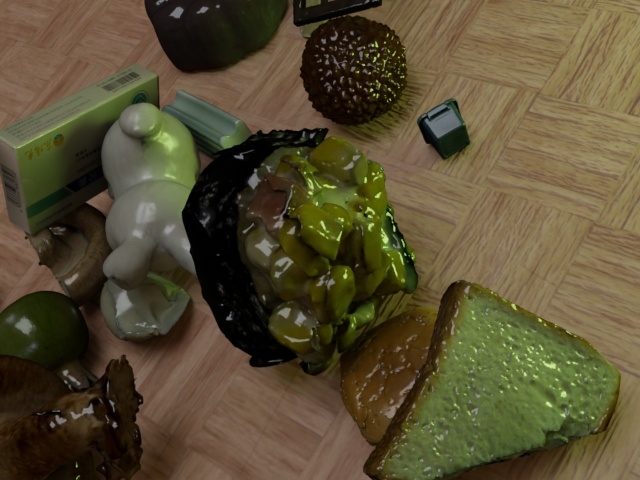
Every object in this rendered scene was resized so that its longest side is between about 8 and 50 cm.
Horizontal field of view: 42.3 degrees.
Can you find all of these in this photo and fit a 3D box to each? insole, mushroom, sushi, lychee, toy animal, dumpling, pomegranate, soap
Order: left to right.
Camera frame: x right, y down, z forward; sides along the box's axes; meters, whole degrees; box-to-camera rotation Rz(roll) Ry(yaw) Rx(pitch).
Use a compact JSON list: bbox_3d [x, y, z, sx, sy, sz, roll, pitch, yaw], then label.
[{"bbox_3d":[-0.466,0.342,1.236,0.356,0.334,0.331,-4,89,54],"label":"mushroom"},{"bbox_3d":[-0.479,0.185,1.439,0.179,0.179,0.210,-48,51,-9],"label":"pomegranate"},{"bbox_3d":[-0.479,-0.005,1.596,0.151,0.156,0.285,-36,59,-13],"label":"mushroom"},{"bbox_3d":[-0.308,0.107,1.459,0.155,0.111,0.181,-6,60,-15],"label":"dumpling"},{"bbox_3d":[-0.292,-0.064,1.457,0.196,0.241,0.367,-11,56,-5],"label":"toy animal"},{"bbox_3d":[-0.206,-0.208,1.600,0.198,0.119,0.066,31,77,38],"label":"soap"},{"bbox_3d":[-0.027,-0.523,1.791,0.081,0.011,0.248,-20,52,14],"label":"insole"},{"bbox_3d":[0.000,0.000,1.200,0.285,0.328,0.329,2,22,46],"label":"sushi"},{"bbox_3d":[0.060,-0.317,1.495,0.200,0.200,0.238,-6,61,24],"label":"lychee"}]

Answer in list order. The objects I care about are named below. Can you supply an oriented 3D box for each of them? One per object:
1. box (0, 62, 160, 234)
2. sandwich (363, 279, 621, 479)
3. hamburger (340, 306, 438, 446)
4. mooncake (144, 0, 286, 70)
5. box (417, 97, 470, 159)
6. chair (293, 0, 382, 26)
[{"bbox_3d":[-0.443,-0.178,1.559,0.065,0.200,0.343,28,45,23],"label":"box"},{"bbox_3d":[0.219,0.219,1.026,0.254,0.099,0.288,32,70,-4],"label":"sandwich"},{"bbox_3d":[0.132,0.202,1.164,0.214,0.108,0.213,-17,48,19],"label":"hamburger"},{"bbox_3d":[-0.233,-0.519,1.807,0.306,0.154,0.306,-13,52,17],"label":"mooncake"},{"bbox_3d":[0.211,-0.183,1.387,0.074,0.099,0.054,-29,65,6],"label":"box"},{"bbox_3d":[0.078,-0.588,1.653,0.203,0.240,0.416,-6,75,24],"label":"chair"}]
